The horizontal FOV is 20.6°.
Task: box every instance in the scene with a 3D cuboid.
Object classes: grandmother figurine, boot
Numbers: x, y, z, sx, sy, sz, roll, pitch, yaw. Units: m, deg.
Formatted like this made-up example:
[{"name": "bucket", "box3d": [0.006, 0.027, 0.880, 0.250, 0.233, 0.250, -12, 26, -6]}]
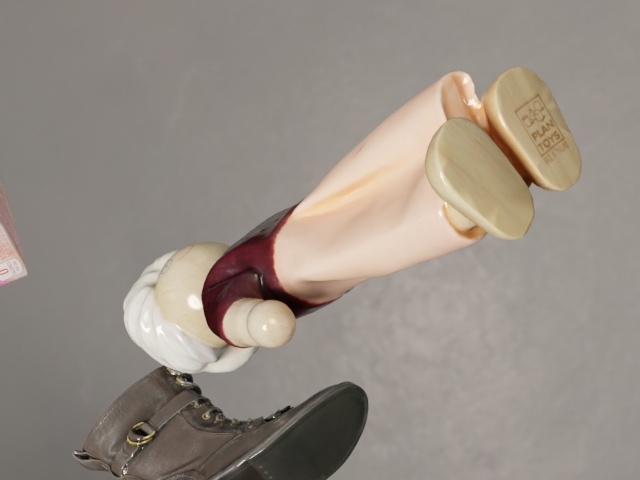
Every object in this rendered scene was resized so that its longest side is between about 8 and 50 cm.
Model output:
[{"name": "grandmother figurine", "box3d": [0.000, 0.000, 1.077, 0.208, 0.342, 0.104, -29, -88, -47]}, {"name": "boot", "box3d": [-0.106, 0.182, 1.756, 0.229, 0.263, 0.091, 42, 164, 48]}]

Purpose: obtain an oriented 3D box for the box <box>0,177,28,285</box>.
[{"name": "box", "box3d": [-0.378, -0.085, 1.471, 0.142, 0.154, 0.300, -116, 4, -49]}]
